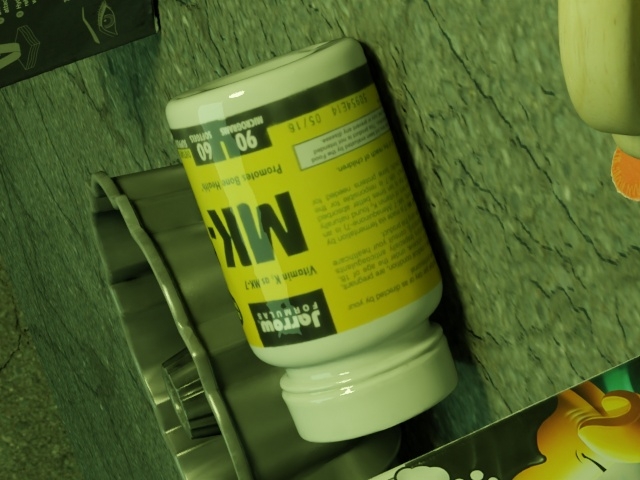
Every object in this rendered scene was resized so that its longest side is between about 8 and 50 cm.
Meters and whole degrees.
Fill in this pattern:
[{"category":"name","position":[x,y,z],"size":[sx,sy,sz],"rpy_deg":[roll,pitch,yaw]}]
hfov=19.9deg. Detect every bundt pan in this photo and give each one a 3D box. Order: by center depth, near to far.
[{"category":"bundt pan","position":[-0.043,0.086,1.237],"size":[0.331,0.124,0.330],"rpy_deg":[158,90,-78]}]

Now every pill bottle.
[{"category":"pill bottle","position":[0.000,0.000,1.035],"size":[0.208,0.119,0.119],"rpy_deg":[70,163,-9]}]

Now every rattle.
[{"category":"rattle","position":[0.156,-0.076,0.628],"size":[0.199,0.143,0.130],"rpy_deg":[65,-157,-49]}]

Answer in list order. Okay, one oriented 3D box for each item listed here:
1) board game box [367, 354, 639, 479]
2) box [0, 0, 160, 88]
[{"category":"board game box","position":[0.155,0.184,0.678],"size":[0.305,0.193,0.053],"rpy_deg":[55,159,34]},{"category":"box","position":[-0.214,-0.211,1.343],"size":[0.093,0.158,0.156],"rpy_deg":[54,158,37]}]
